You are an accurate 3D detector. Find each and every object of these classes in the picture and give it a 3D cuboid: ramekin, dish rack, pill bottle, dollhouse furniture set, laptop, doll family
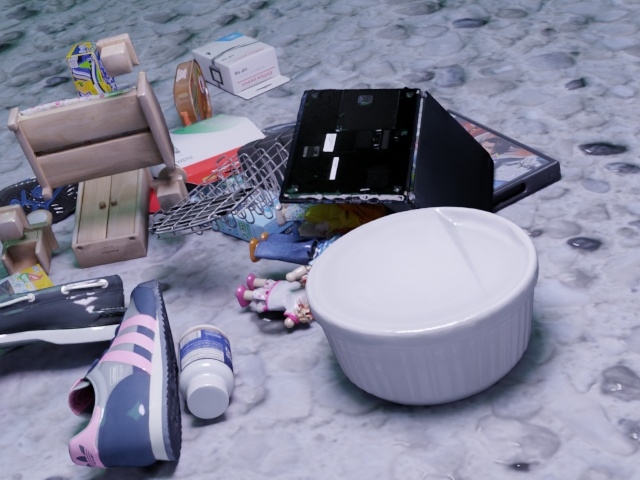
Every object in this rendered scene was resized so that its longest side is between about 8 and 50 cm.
[{"bbox_3d":[0.127,0.081,1.486,0.272,0.127,0.273,-10,30,6],"label":"ramekin"},{"bbox_3d":[-0.102,-0.071,1.740,0.208,0.074,0.271,-13,24,45],"label":"dish rack"},{"bbox_3d":[-0.138,0.160,1.516,0.067,0.067,0.120,-13,30,0],"label":"pill bottle"},{"bbox_3d":[-0.363,-0.148,1.807,0.303,0.356,0.174,-11,41,5],"label":"dollhouse furniture set"},{"bbox_3d":[0.097,-0.085,1.694,0.264,0.137,0.234,0,43,10],"label":"laptop"},{"bbox_3d":[0.000,0.000,1.677,0.163,0.118,0.263,5,34,27],"label":"doll family"}]

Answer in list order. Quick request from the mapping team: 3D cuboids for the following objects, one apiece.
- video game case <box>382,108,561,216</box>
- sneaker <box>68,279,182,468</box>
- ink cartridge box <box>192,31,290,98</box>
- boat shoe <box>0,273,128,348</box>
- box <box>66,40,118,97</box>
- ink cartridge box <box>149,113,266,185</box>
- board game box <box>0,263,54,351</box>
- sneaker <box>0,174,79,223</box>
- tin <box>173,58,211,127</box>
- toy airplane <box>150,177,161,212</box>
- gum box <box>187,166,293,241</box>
[{"bbox_3d":[0.172,-0.101,1.862,0.248,0.035,0.275,-26,32,-21],"label":"video game case"},{"bbox_3d":[-0.242,0.154,1.523,0.131,0.112,0.319,-11,29,-2],"label":"sneaker"},{"bbox_3d":[-0.148,-0.328,2.341,0.104,0.060,0.180,-28,33,-24],"label":"ink cartridge box"},{"bbox_3d":[-0.405,0.097,1.646,0.302,0.091,0.114,-4,-6,-9],"label":"boat shoe"},{"bbox_3d":[-0.394,-0.264,2.223,0.054,0.169,0.059,-7,31,11],"label":"box"},{"bbox_3d":[-0.171,-0.145,1.976,0.181,0.056,0.224,-23,18,-30],"label":"ink cartridge box"},{"bbox_3d":[-0.422,0.093,1.778,0.103,0.026,0.154,-25,32,-19],"label":"board game box"},{"bbox_3d":[-0.423,-0.079,2.031,0.211,0.080,0.081,-14,20,-18],"label":"sneaker"},{"bbox_3d":[-0.223,-0.246,2.189,0.040,0.106,0.190,-11,30,4],"label":"tin"},{"bbox_3d":[-0.265,-0.076,1.998,0.151,0.028,0.151,-11,30,6],"label":"toy airplane"},{"bbox_3d":[-0.090,-0.063,1.895,0.184,0.041,0.157,18,42,43],"label":"gum box"}]
